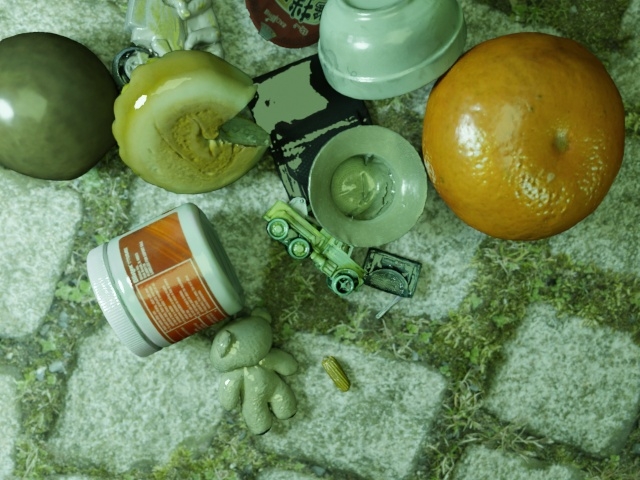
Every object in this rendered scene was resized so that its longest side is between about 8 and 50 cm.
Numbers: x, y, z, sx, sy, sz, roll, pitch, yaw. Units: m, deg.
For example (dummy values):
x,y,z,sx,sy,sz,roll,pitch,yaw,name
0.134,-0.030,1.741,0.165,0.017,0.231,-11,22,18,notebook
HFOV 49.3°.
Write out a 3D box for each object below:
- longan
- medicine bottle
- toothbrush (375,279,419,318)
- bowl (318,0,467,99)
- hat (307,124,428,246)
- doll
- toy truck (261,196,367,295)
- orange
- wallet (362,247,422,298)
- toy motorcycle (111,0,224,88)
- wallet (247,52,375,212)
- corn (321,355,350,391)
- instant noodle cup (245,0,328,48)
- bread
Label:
x,y,z,sx,sy,sz,roll,pitch,yaw,name
-0.542,-0.262,1.383,0.297,0.297,0.297,0,96,-5,longan
-0.311,0.079,1.438,0.240,0.252,0.253,-27,97,-3,medicine bottle
0.177,0.135,1.603,0.131,0.013,0.011,-41,95,1,toothbrush
0.130,-0.438,1.386,0.307,0.307,0.163,-26,139,-2,bowl
0.088,-0.115,1.486,0.257,0.130,0.257,-1,96,-12,hat
-0.155,0.296,1.552,0.149,0.175,0.278,-9,108,34,doll
0.000,0.004,1.520,0.259,0.128,0.135,44,86,-7,toy truck
0.404,-0.209,1.430,0.423,0.326,0.424,-5,104,-19,orange
0.159,0.075,1.583,0.129,0.026,0.088,18,93,1,wallet
-0.295,-0.449,1.448,0.222,0.108,0.341,13,83,-28,toy motorcycle
-0.006,-0.237,1.539,0.247,0.041,0.323,-22,98,-4,wallet
0.037,0.305,1.597,0.037,0.037,0.092,-33,100,-1,corn
-0.061,-0.544,1.449,0.274,0.090,0.274,-21,130,-27,instant noodle cup
-0.264,-0.237,1.404,0.333,0.333,0.160,-25,53,-2,bread
